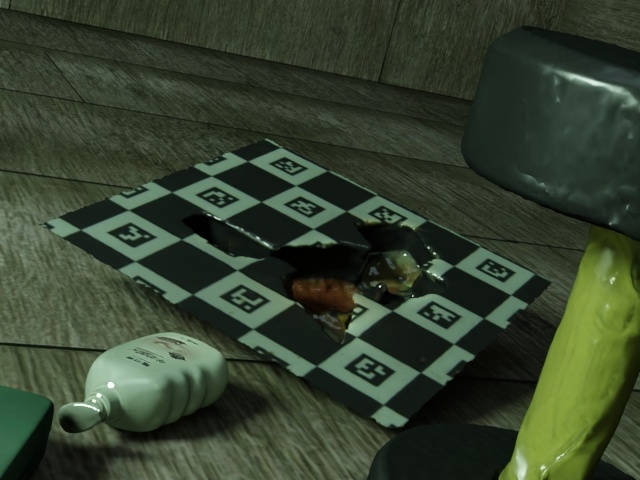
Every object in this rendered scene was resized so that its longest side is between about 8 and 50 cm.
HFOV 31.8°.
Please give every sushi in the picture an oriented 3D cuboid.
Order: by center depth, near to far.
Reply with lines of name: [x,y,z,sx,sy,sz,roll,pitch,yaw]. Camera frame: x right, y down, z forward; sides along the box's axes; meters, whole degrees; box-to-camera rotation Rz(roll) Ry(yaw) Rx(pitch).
sushi: [-0.012,0.038,1.035,0.359,0.064,0.343,28,30,22]

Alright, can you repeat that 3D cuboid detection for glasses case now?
glasses case: [-0.204,0.128,0.599,0.078,0.039,0.184,13,15,-1]

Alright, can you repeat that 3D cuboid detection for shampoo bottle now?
shampoo bottle: [-0.128,0.101,0.761,0.077,0.045,0.152,20,17,21]

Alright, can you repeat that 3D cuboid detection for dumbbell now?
dumbbell: [0.148,0.066,0.602,0.203,0.322,0.204,13,15,-4]

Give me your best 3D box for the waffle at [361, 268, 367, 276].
waffle: [0.000,0.002,1.232,0.291,0.051,0.291,11,17,-4]
